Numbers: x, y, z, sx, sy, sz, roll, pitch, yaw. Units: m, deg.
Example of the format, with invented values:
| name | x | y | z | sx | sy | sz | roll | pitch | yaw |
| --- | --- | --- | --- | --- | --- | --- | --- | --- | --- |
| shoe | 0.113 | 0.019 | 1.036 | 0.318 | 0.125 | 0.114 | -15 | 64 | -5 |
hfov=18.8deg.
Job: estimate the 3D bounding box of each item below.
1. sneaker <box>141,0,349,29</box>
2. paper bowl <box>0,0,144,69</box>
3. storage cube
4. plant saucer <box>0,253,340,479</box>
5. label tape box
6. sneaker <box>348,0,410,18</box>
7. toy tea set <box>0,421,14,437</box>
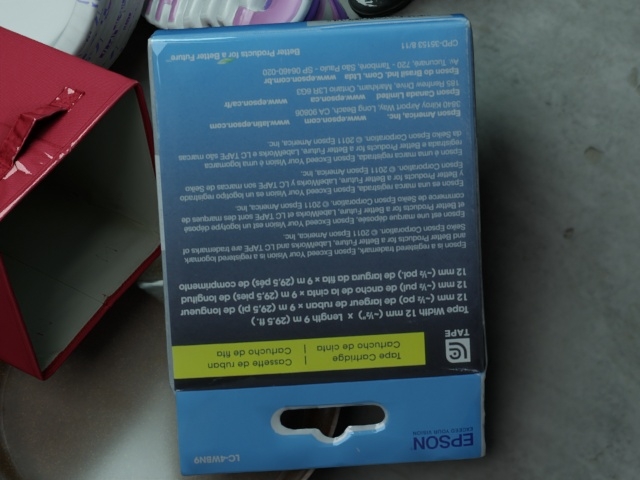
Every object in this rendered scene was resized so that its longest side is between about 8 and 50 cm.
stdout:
| name | x | y | z | sx | sy | sz | roll | pitch | yaw |
| --- | --- | --- | --- | --- | --- | --- | --- | --- | --- |
| sneaker | -0.065 | -0.204 | 1.671 | 0.236 | 0.104 | 0.095 | 22 | 89 | 46 |
| paper bowl | -0.281 | -0.256 | 1.708 | 0.284 | 0.148 | 0.284 | 4 | 100 | 22 |
| storage cube | -0.257 | -0.041 | 1.548 | 0.193 | 0.215 | 0.183 | 23 | 55 | 26 |
| plant saucer | -0.138 | 0.125 | 1.587 | 0.311 | 0.050 | 0.310 | 2 | 54 | -3 |
| label tape box | 0.000 | 0.000 | 1.534 | 0.249 | 0.115 | 0.347 | -3 | 101 | -1 |
| sneaker | 0.085 | -0.252 | 1.618 | 0.170 | 0.089 | 0.051 | -31 | 70 | 13 |
| toy tea set | -0.321 | 0.238 | 1.663 | 0.200 | 0.124 | 0.336 | 21 | 88 | 24 |
